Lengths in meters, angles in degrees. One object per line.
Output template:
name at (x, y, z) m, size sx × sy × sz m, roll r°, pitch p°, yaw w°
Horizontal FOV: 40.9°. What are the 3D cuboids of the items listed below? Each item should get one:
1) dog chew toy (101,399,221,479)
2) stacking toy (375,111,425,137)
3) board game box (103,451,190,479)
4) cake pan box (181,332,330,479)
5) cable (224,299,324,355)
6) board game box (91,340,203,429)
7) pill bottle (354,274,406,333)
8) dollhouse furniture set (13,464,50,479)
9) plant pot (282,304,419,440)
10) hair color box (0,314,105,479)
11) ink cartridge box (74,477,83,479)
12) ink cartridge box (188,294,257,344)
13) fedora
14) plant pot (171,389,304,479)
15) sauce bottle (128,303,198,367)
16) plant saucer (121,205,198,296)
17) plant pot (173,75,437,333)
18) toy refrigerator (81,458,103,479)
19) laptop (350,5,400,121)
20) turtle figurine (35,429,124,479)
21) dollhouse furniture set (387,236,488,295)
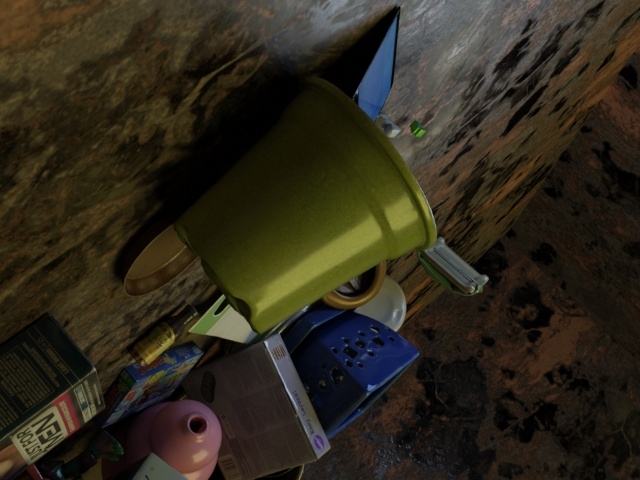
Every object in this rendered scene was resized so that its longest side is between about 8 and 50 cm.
dog chew toy at (-0.289, 0.400, 1.624) m, size 0.206 × 0.206 × 0.332 m, roll -32°, pitch 170°, yaw -39°
stacking toy at (0.094, -0.152, 1.538) m, size 0.167 × 0.052 × 0.221 m, roll -48°, pitch 167°, yaw 21°
board game box at (-0.353, 0.490, 1.414) m, size 0.303 × 0.097 × 0.224 m, roll -36°, pitch -164°, yaw 51°
cake pan box at (-0.133, 0.348, 1.719) m, size 0.245 × 0.267 × 0.070 m, roll -28°, pitch 176°, yaw 33°
cable at (-0.092, 0.177, 1.846) m, size 0.257 × 0.089 × 0.257 m, roll -52°, pitch 164°, yaw 27°
board game box at (-0.317, 0.264, 1.581) m, size 0.136 × 0.035 × 0.201 m, roll -51°, pitch 164°, yaw 23°
pill bottle at (0.087, 0.169, 2.068) m, size 0.160 × 0.160 × 0.283 m, roll -40°, pitch -178°, yaw -17°
dollhouse furniture set at (-0.435, 0.427, 1.196) m, size 0.201 × 0.152 × 0.374 m, roll -34°, pitch -171°, yaw -32°
plant pot at (0.027, 0.264, 1.800) m, size 0.236 × 0.212 × 0.236 m, roll -22°, pitch 157°, yaw -54°
hair color box at (-0.446, 0.260, 1.080) m, size 0.347 × 0.105 × 0.174 m, roll -37°, pitch 163°, yaw -24°
ink cartridge box at (-0.518, 0.590, 1.797) m, size 0.180 × 0.104 × 0.060 m, roll -48°, pitch 166°, yaw 16°
ink cartridge box at (-0.143, 0.106, 1.585) m, size 0.171 × 0.056 × 0.235 m, roll -47°, pitch 154°, yaw 7°
fedora at (0.044, 0.046, 1.780) m, size 0.194 × 0.194 × 0.079 m, roll -41°, pitch -158°, yaw -16°
plant pot at (-0.194, 0.438, 1.958) m, size 0.323 × 0.323 × 0.280 m, roll -45°, pitch -177°, yaw 1°
sauce bottle at (-0.260, 0.156, 1.430) m, size 0.128 × 0.042 × 0.042 m, roll -44°, pitch 166°, yaw -14°
plant saucer at (-0.210, 0.009, 1.181) m, size 0.168 × 0.029 × 0.168 m, roll -40°, pitch 164°, yaw -14°
plant pot at (-0.037, -0.026, 1.102) m, size 0.254 × 0.276 × 0.276 m, roll -37°, pitch 165°, yaw -10°
toy refrigerator at (-0.398, 0.500, 1.881) m, size 0.094 × 0.102 × 0.269 m, roll -46°, pitch 165°, yaw 4°
laptop at (0.115, -0.148, 1.245) m, size 0.136 × 0.264 × 0.234 m, roll -27°, pitch 163°, yaw -6°
turtle figurine at (-0.451, 0.431, 1.481) m, size 0.234 × 0.118 × 0.175 m, roll -43°, pitch -165°, yaw -31°
dollhouse furniture set at (0.198, 0.054, 1.869) m, size 0.151 × 0.301 × 0.197 m, roll -52°, pitch 167°, yaw 16°
